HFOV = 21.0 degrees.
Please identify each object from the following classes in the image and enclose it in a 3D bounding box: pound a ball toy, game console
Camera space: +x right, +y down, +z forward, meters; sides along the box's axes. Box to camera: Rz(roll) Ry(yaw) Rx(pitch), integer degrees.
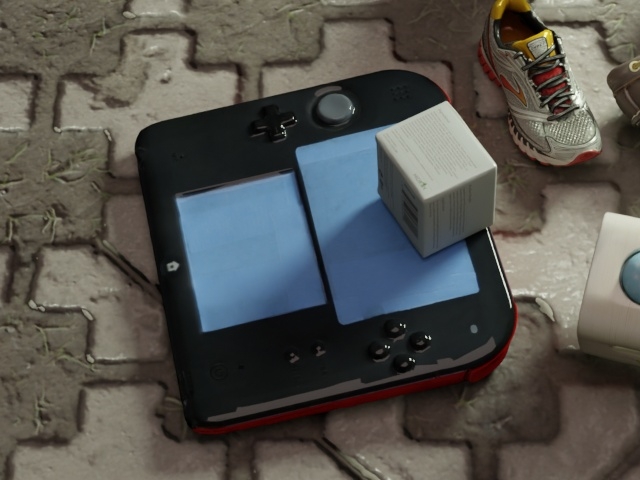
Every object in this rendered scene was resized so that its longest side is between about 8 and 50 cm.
[{"bbox_3d":[0.402,0.106,1.620,0.319,0.136,0.208,13,74,15],"label":"pound a ball toy"},{"bbox_3d":[0.000,0.000,1.780,0.342,0.060,0.386,-10,55,-5],"label":"game console"}]

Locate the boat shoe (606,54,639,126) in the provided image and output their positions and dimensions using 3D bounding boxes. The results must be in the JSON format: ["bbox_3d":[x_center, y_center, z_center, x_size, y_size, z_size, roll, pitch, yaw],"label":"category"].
[{"bbox_3d":[0.455,-0.220,1.872,0.324,0.116,0.096,-34,81,-14],"label":"boat shoe"}]

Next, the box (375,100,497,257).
[{"bbox_3d":[0.115,-0.061,1.722,0.087,0.101,0.102,-25,58,-13],"label":"box"}]

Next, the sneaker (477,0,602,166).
[{"bbox_3d":[0.232,-0.172,1.868,0.088,0.092,0.225,-21,58,-12],"label":"sneaker"}]
